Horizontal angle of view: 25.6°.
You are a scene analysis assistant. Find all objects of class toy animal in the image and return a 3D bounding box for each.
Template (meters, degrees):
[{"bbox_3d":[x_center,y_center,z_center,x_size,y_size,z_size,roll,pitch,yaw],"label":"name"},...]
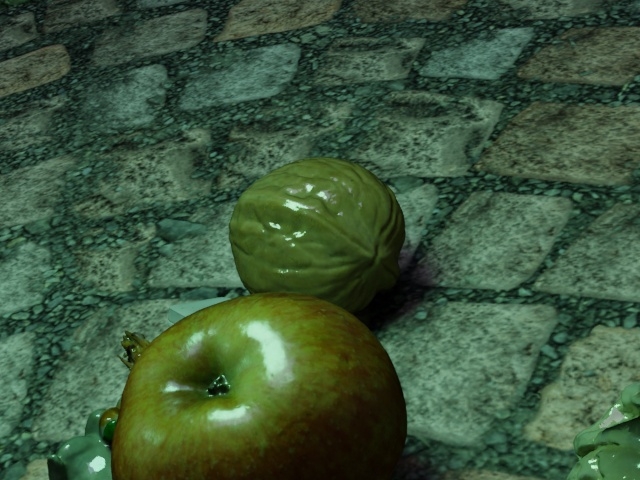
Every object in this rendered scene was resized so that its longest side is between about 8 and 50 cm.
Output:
[{"bbox_3d":[-0.211,0.227,1.602,0.108,0.138,0.236,30,43,15],"label":"toy animal"}]

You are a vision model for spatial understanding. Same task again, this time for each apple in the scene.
[{"bbox_3d":[-0.068,0.183,1.443,0.309,0.250,0.277,-31,61,-22],"label":"apple"}]

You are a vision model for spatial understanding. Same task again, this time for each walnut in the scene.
[{"bbox_3d":[0.000,0.000,1.795,0.228,0.228,0.228,-12,31,7],"label":"walnut"}]

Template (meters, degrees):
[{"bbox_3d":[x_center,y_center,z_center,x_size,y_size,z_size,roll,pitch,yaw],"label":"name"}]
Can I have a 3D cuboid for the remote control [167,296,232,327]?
[{"bbox_3d":[-0.087,0.124,1.766,0.103,0.034,0.250,-9,21,-40],"label":"remote control"}]

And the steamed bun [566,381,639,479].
[{"bbox_3d":[0.362,0.216,1.273,0.275,0.206,0.320,-20,34,-11],"label":"steamed bun"}]

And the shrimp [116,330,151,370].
[{"bbox_3d":[-0.159,0.152,1.767,0.236,0.053,0.133,14,39,40],"label":"shrimp"}]
